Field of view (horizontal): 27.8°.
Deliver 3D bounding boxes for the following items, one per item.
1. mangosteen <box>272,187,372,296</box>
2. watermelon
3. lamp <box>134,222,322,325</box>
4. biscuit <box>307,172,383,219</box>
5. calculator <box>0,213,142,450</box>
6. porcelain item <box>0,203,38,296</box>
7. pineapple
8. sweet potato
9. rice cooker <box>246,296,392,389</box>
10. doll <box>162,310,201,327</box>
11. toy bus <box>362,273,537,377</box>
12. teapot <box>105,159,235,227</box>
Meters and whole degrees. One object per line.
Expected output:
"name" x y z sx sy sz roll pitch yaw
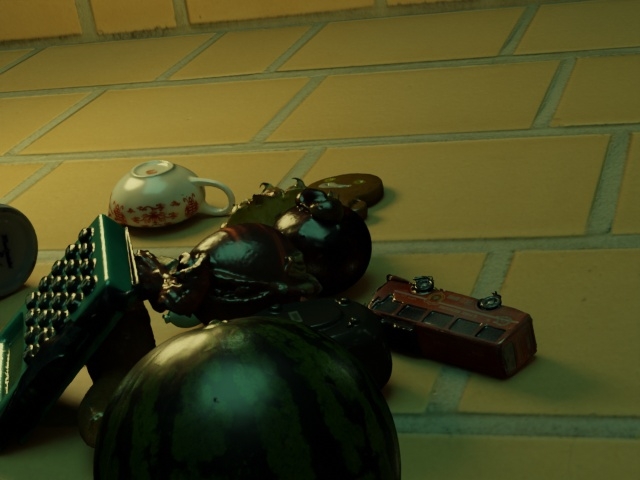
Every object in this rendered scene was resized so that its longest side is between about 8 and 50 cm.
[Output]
"mangosteen" 0.000 0.000 1.817 0.152 0.153 0.152 -8 22 3
"watermelon" -0.067 0.209 1.190 0.285 0.285 0.285 -8 22 3
"lamp" -0.117 0.044 1.632 0.223 0.151 0.215 23 -12 -26
"biscuit" 0.010 -0.064 2.132 0.179 0.039 0.236 4 24 34
"calculator" -0.332 0.105 1.624 0.274 0.058 0.248 -49 24 11
"porcelain item" -0.530 0.010 2.018 0.114 0.147 0.147 12 31 42
"pineapple" -0.067 -0.032 1.957 0.249 0.140 0.164 -12 20 3
"sweet potato" -0.259 0.151 1.630 0.109 0.109 0.385 -11 30 -3
"rice cooker" -0.016 0.139 1.531 0.203 0.118 0.142 -11 27 -12
"doll" -0.132 0.096 1.766 0.159 0.059 0.158 -18 25 -16
"toy bus" 0.157 0.105 1.612 0.234 0.074 0.096 12 37 41
"teapot" -0.265 -0.075 2.199 0.245 0.116 0.159 4 14 17
